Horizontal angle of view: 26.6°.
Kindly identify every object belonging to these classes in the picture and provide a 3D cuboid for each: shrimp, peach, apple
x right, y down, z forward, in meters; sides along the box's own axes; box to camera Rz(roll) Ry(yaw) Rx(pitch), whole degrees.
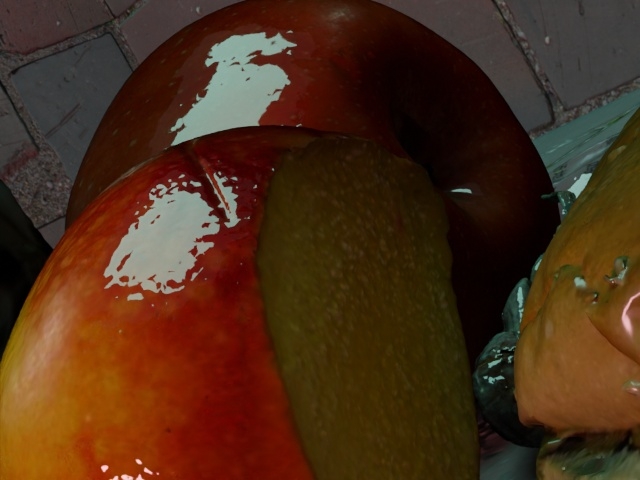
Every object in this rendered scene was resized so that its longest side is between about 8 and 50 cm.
[{"bbox_3d":[0.121,0.026,0.629,0.190,0.073,0.075,-52,3,-38],"label":"shrimp"},{"bbox_3d":[-0.019,0.055,0.482,0.192,0.190,0.190,-48,1,6],"label":"peach"},{"bbox_3d":[0.000,0.000,0.724,0.216,0.260,0.260,-38,-3,37],"label":"apple"}]

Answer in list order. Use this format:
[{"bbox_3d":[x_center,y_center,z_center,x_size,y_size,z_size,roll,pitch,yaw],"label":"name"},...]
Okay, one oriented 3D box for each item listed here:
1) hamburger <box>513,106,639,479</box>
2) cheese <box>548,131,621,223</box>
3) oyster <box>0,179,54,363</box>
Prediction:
[{"bbox_3d":[0.179,-0.019,0.444,0.265,0.134,0.285,-26,2,23],"label":"hamburger"},{"bbox_3d":[0.158,-0.002,0.925,0.286,0.074,0.189,-32,1,25],"label":"cheese"},{"bbox_3d":[-0.178,0.088,0.634,0.115,0.351,0.238,0,40,-13],"label":"oyster"}]
